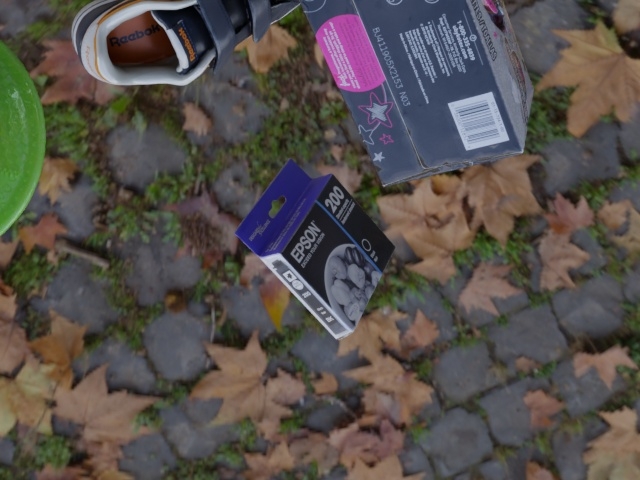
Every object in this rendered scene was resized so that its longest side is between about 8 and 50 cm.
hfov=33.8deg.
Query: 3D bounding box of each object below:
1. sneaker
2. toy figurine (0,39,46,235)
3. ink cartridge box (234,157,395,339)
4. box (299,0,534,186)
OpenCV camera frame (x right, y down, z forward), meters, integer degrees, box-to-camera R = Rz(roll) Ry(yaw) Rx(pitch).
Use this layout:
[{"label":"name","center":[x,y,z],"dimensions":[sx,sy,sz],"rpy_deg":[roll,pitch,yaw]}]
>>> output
[{"label":"sneaker","center":[-0.128,-0.265,1.227],"dimensions":[0.321,0.127,0.126],"rpy_deg":[-27,125,-4]},{"label":"toy figurine","center":[-0.212,-0.035,0.446],"dimensions":[0.130,0.159,0.173],"rpy_deg":[36,88,0]},{"label":"ink cartridge box","center":[0.000,0.000,1.474],"dimensions":[0.208,0.206,0.045],"rpy_deg":[46,129,-13]},{"label":"box","center":[0.103,-0.207,1.067],"dimensions":[0.163,0.142,0.247],"rpy_deg":[-13,121,25]}]
